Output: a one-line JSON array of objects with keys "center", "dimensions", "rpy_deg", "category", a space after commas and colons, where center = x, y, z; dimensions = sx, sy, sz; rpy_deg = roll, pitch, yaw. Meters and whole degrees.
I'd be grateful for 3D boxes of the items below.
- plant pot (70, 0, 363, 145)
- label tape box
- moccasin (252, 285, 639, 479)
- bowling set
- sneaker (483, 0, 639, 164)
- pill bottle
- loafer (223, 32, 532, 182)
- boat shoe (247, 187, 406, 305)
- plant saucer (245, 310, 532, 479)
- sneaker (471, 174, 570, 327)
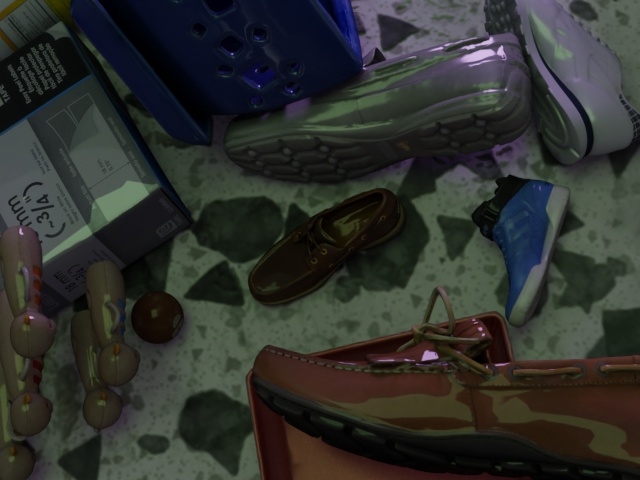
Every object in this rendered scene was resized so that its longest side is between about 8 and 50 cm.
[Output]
[{"center": [-0.111, -0.250, 1.345], "dimensions": [0.212, 0.236, 0.236], "rpy_deg": [-30, 34, 14], "category": "plant pot"}, {"center": [-0.339, -0.035, 1.429], "dimensions": [0.333, 0.106, 0.241], "rpy_deg": [-34, 66, 1], "category": "label tape box"}, {"center": [0.129, 0.127, 1.186], "dimensions": [0.380, 0.139, 0.147], "rpy_deg": [4, 72, 15], "category": "moccasin"}, {"center": [-0.220, 0.112, 1.307], "dimensions": [0.199, 0.287, 0.154], "rpy_deg": [-4, 59, -17], "category": "bowling set"}, {"center": [0.240, -0.183, 1.355], "dimensions": [0.094, 0.090, 0.235], "rpy_deg": [-18, 67, -12], "category": "sneaker"}, {"center": [-0.327, -0.275, 1.501], "dimensions": [0.215, 0.117, 0.117], "rpy_deg": [-38, 67, -1], "category": "pill bottle"}, {"center": [0.055, -0.134, 1.358], "dimensions": [0.319, 0.112, 0.111], "rpy_deg": [-8, 62, 17], "category": "loafer"}, {"center": [0.000, 0.000, 1.354], "dimensions": [0.178, 0.060, 0.064], "rpy_deg": [-32, 67, 2], "category": "boat shoe"}, {"center": [0.075, 0.219, 1.268], "dimensions": [0.258, 0.048, 0.259], "rpy_deg": [-14, 70, 9], "category": "plant saucer"}, {"center": [0.181, 0.006, 1.306], "dimensions": [0.084, 0.058, 0.152], "rpy_deg": [16, 72, 13], "category": "sneaker"}]
